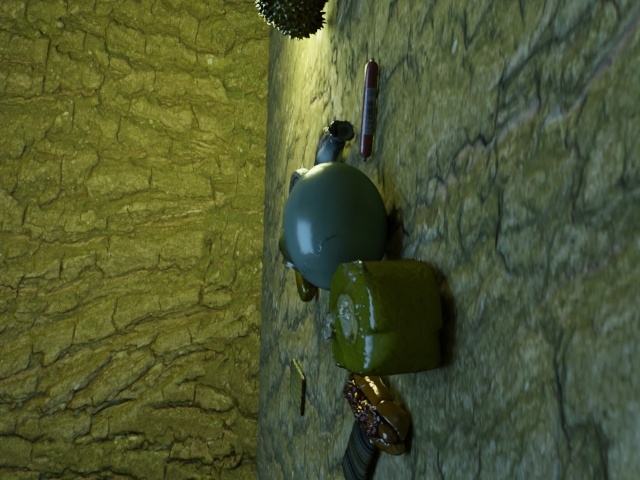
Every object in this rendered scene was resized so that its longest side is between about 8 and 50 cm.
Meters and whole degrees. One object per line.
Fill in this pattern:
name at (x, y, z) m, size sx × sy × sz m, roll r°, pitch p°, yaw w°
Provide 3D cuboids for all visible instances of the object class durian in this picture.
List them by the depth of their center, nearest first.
durian at (-0.077, -0.760, 1.748) m, size 0.292 × 0.259 × 0.258 m, roll -84°, pitch 6°, yaw -47°

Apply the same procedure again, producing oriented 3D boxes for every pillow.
pillow at (0.079, 0.438, 1.168) m, size 0.113 × 0.039 × 0.203 m, roll -106°, pitch 23°, yaw -58°

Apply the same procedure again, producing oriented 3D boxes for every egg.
egg at (0.030, -0.031, 1.111) m, size 0.202 × 0.203 × 0.282 m, roll 108°, pitch 166°, yaw -51°

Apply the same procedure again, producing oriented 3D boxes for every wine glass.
wine glass at (0.035, -0.241, 1.459) m, size 0.155 × 0.072 × 0.072 m, roll 119°, pitch 151°, yaw -63°

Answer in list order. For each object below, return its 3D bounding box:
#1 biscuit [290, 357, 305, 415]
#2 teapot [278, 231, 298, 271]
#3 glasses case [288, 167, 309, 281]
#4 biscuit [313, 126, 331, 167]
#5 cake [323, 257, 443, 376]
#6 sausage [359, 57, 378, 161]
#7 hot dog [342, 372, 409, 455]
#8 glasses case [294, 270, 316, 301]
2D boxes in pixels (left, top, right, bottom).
biscuit at (-0.081, 0.501, 1.972) m, size 0.231 × 0.016 × 0.138 m, roll -158°, pitch 71°, yaw -77°
teapot at (0.000, 0.000, 1.398) m, size 0.182 × 0.173 × 0.269 m, roll -65°, pitch 24°, yaw 2°
glasses case at (-0.036, -0.037, 1.618) m, size 0.137 × 0.085 × 0.354 m, roll 49°, pitch 149°, yaw 47°
biscuit at (0.000, -0.229, 1.681) m, size 0.176 × 0.031 × 0.228 m, roll -92°, pitch 13°, yaw -65°
cake at (0.096, 0.117, 0.911) m, size 0.260 × 0.156 × 0.178 m, roll 152°, pitch 114°, yaw -74°
sausage at (0.105, -0.283, 1.235) m, size 0.029 × 0.030 × 0.222 m, roll -151°, pitch 65°, yaw -77°
hot dog at (0.092, 0.307, 1.048) m, size 0.249 × 0.076 × 0.102 m, roll -133°, pitch 44°, yaw -73°
glasses case at (-0.049, 0.085, 1.795) m, size 0.079 × 0.064 × 0.234 m, roll 97°, pitch 169°, yaw -53°
